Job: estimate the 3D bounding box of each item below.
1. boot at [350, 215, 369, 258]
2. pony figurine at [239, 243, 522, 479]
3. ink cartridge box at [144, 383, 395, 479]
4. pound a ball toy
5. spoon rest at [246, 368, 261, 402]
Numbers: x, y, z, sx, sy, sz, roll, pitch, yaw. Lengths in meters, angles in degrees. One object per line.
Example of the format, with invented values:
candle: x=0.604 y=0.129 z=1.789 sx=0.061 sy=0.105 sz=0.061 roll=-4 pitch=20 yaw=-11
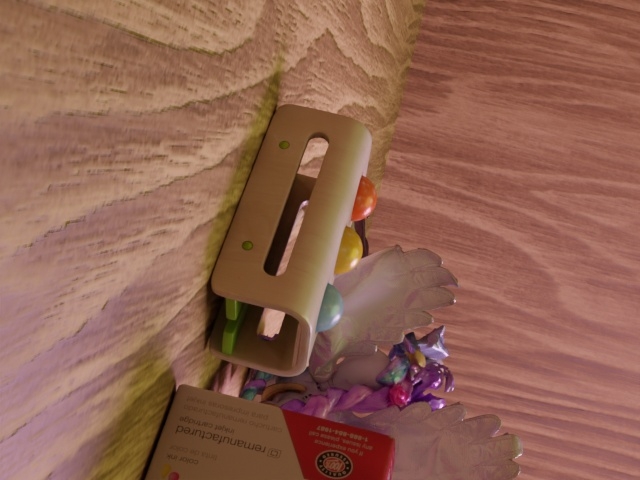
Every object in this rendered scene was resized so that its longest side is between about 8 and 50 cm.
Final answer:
boot: x=0.043 y=0.025 z=2.682 sx=0.248 sy=0.090 sz=0.207 roll=-57 pitch=149 yaw=-70
pony figurine: x=0.046 y=0.174 z=1.658 sx=0.363 sy=0.350 sz=0.303 roll=-29 pitch=99 yaw=-75
ink cartridge box: x=-0.072 y=0.311 z=1.282 sx=0.131 sy=0.226 sz=0.306 roll=97 pitch=8 yaw=-53
pound a ball toy: x=-0.018 y=0.006 z=1.534 sx=0.208 sy=0.135 sz=0.319 roll=98 pitch=9 yaw=-51
spoon rest: x=-0.075 y=0.264 z=1.906 sx=0.137 sy=0.084 sz=0.276 roll=33 pitch=72 yaw=-85
